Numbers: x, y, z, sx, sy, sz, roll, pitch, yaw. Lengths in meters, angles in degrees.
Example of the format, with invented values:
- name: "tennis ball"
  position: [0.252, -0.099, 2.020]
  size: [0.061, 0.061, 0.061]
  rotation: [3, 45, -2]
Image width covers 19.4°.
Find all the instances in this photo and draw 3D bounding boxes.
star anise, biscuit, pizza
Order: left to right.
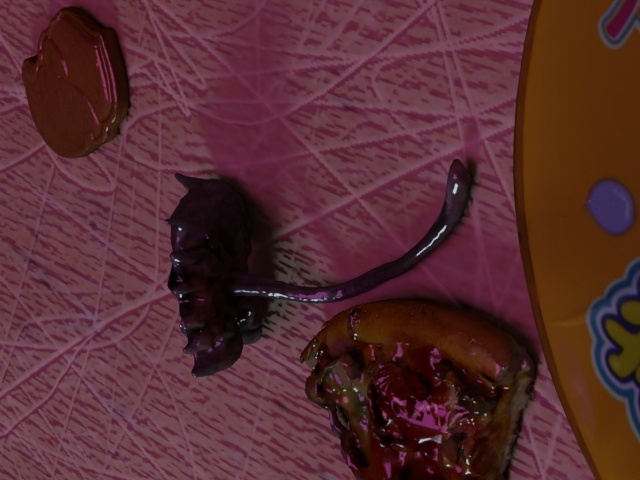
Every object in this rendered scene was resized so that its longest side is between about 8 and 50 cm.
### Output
- name: "biscuit"
  position: [-0.181, -0.113, 1.371]
  size: [0.130, 0.019, 0.102]
  rotation: [-35, 77, 51]
- name: "star anise"
  position: [0.000, 0.000, 1.187]
  size: [0.227, 0.218, 0.148]
  rotation: [-4, 66, 14]
- name: "pizza"
  position: [0.061, 0.129, 1.126]
  size: [0.201, 0.053, 0.193]
  rotation: [-17, 90, 53]

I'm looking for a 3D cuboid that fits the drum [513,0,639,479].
- name: "drum"
  position: [0.280, -0.012, 0.660]
  size: [0.431, 0.214, 0.431]
  rotation: [25, 123, 45]
